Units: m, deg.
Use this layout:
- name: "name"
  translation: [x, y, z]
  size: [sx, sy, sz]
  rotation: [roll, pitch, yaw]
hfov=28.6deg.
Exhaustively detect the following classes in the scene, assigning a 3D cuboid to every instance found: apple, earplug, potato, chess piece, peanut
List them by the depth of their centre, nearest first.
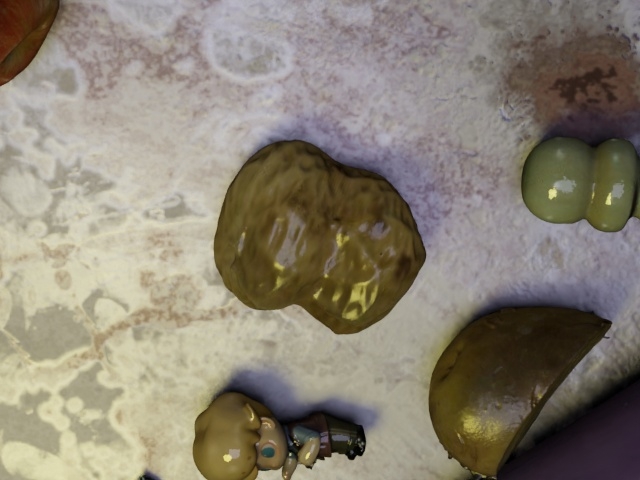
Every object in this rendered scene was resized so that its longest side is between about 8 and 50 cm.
- name: "apple"
  translation: [-0.370, -0.258, 1.308]
  size: [0.199, 0.199, 0.199]
  rotation: [0, 101, -1]
- name: "chess piece"
  translation: [0.346, -0.059, 1.395]
  size: [0.243, 0.133, 0.133]
  rotation: [6, 101, 4]
- name: "peanut"
  translation: [0.000, 0.000, 1.395]
  size: [0.233, 0.110, 0.197]
  rotation: [19, 95, -5]
- name: "potato"
  translation: [0.210, 0.137, 1.410]
  size: [0.138, 0.098, 0.243]
  rotation: [36, 76, 20]
- name: "earplug"
  translation: [0.309, 0.303, 1.423]
  size: [0.456, 0.215, 0.215]
  rotation: [-30, 100, 8]

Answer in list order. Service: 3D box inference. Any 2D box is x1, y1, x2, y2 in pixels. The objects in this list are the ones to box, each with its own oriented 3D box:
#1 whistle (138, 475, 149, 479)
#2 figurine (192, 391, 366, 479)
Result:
- name: "whistle"
  translation: [-0.204, 0.327, 1.492]
  size: [0.035, 0.035, 0.100]
  rotation: [-9, 102, 0]
- name: "figurine"
  translation: [-0.050, 0.237, 1.452]
  size: [0.196, 0.114, 0.108]
  rotation: [8, 77, -14]
